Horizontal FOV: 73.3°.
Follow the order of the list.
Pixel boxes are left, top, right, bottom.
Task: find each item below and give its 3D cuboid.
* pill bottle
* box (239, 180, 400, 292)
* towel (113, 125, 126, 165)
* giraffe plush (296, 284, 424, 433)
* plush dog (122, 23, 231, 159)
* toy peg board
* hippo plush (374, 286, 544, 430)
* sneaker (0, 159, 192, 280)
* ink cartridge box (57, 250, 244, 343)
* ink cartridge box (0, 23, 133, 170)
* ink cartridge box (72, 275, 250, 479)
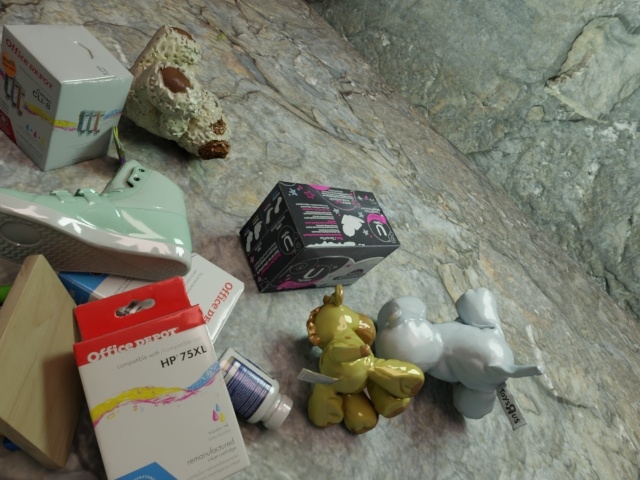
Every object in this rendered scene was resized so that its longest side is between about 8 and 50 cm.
[{"bbox_3d":[-0.100,0.210,0.601,0.120,0.067,0.067,38,36,-4],"label":"pill bottle"},{"bbox_3d":[0.000,0.000,0.830,0.247,0.163,0.142,1,55,-41],"label":"box"},{"bbox_3d":[-0.344,-0.149,0.744,0.009,0.083,0.060,-15,60,-24],"label":"towel"},{"bbox_3d":[0.038,0.177,0.688,0.210,0.181,0.170,40,20,-31],"label":"giraffe plush"},{"bbox_3d":[-0.276,-0.253,0.858,0.225,0.210,0.262,36,28,-41],"label":"plush dog"},{"bbox_3d":[-0.316,0.129,0.444,0.079,0.161,0.161,-6,44,-5],"label":"toy peg board"},{"bbox_3d":[0.213,0.223,0.807,0.236,0.234,0.294,5,24,2],"label":"hippo plush"},{"bbox_3d":[-0.286,-0.043,0.529,0.256,0.094,0.151,18,47,-38],"label":"sneaker"},{"bbox_3d":[-0.232,0.076,0.604,0.203,0.086,0.148,35,37,-9],"label":"ink cartridge box"},{"bbox_3d":[-0.408,-0.227,0.681,0.128,0.176,0.127,44,36,4],"label":"ink cartridge box"},{"bbox_3d":[-0.182,0.159,0.480,0.134,0.078,0.231,-17,82,-24],"label":"ink cartridge box"}]
